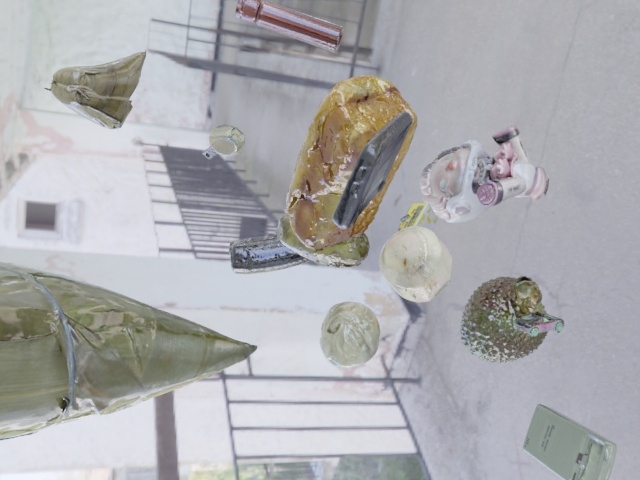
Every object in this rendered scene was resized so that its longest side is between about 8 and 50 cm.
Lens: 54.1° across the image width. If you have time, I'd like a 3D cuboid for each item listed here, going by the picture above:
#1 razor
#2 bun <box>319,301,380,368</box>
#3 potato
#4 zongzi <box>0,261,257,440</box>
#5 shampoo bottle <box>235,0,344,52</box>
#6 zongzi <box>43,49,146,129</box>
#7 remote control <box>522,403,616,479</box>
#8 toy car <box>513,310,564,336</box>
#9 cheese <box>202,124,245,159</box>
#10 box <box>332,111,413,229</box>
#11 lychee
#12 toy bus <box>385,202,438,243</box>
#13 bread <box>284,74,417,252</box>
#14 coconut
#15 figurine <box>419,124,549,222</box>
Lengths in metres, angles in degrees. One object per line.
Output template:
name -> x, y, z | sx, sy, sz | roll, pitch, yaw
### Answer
razor -> -0.114, 0.025, 1.907 | 0.189, 0.326, 0.107 | -107, 5, -79
bun -> 0.069, 0.245, 1.659 | 0.183, 0.102, 0.184 | -12, 65, 26
potato -> 0.000, 0.000, 1.509 | 0.149, 0.251, 0.113 | -6, -75, -67
zongzi -> -0.333, 0.106, 0.770 | 0.356, 0.392, 0.174 | 17, 103, 48
shampoo bottle -> -0.074, -0.528, 1.518 | 0.102, 0.260, 0.064 | -76, 5, -75
zongzi -> -0.457, -0.348, 1.321 | 0.198, 0.099, 0.194 | -62, -16, 1
remote control -> 0.524, 0.441, 1.329 | 0.285, 0.038, 0.124 | 175, 115, -81
toy car -> 0.574, 0.214, 1.643 | 0.069, 0.142, 0.055 | -157, 64, -64
cheese -> -0.291, -0.282, 1.815 | 0.171, 0.092, 0.048 | -3, 42, 35
box -> 0.066, -0.086, 0.755 | 0.126, 0.027, 0.125 | -48, -14, -46
lychee -> 0.566, 0.242, 1.929 | 0.319, 0.269, 0.270 | -25, 59, 39
toy bus -> 0.246, -0.005, 1.715 | 0.074, 0.081, 0.226 | -6, 37, 42
bread -> 0.042, -0.143, 1.189 | 0.149, 0.195, 0.344 | 54, 143, 27
coconut -> 0.229, 0.063, 1.463 | 0.170, 0.183, 0.171 | -16, 56, 24
figurine -> 0.452, -0.165, 1.837 | 0.361, 0.211, 0.253 | -10, 41, 54
